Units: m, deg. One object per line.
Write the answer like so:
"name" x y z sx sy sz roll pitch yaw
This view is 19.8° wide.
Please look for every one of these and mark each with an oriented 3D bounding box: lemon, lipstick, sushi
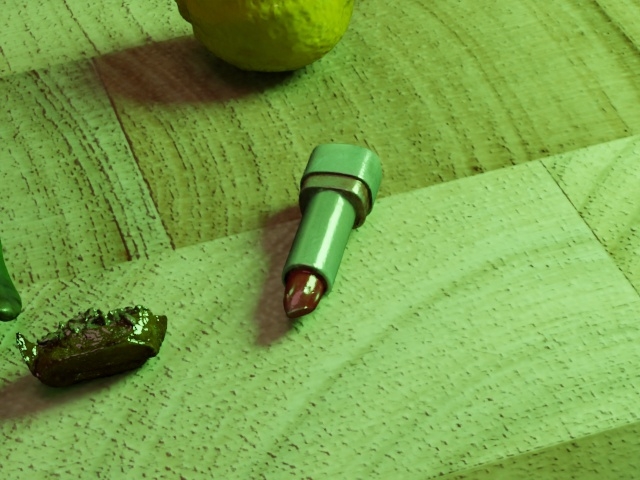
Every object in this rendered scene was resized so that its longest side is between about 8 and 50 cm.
"lemon" -0.054 -0.229 1.735 0.187 0.142 0.142 4 38 18
"lipstick" 0.000 0.001 1.508 0.063 0.057 0.186 6 45 14
"sushi" -0.174 0.079 1.428 0.120 0.052 0.055 -16 54 -11

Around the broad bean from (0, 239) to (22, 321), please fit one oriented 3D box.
"broad bean" -0.321 -0.025 1.562 0.077 0.061 0.339 17 26 -34
